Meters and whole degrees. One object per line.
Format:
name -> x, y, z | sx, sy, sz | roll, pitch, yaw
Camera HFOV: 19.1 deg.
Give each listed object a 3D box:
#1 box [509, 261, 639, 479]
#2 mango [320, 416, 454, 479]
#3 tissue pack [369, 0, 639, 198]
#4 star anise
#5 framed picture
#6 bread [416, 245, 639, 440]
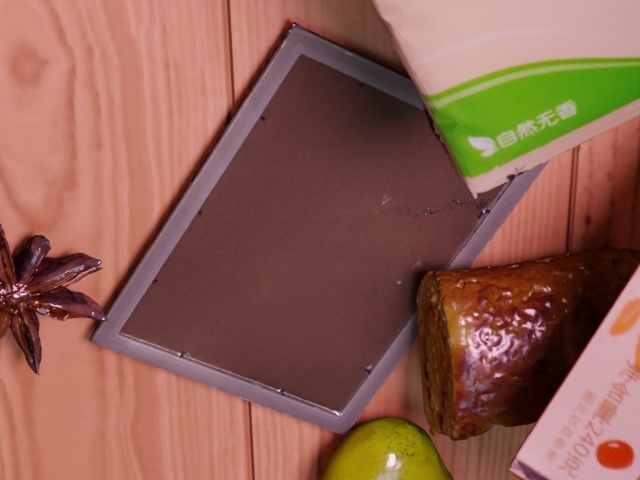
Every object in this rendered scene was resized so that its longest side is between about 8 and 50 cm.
box -> 0.371, 0.084, 1.236 | 0.344, 0.122, 0.385 | 34, 100, 14
mango -> 0.052, 0.211, 1.494 | 0.117, 0.089, 0.163 | -22, 122, 9
tissue pack -> 0.188, -0.259, 1.120 | 0.405, 0.205, 0.331 | -28, 122, 6
star anise -> -0.221, 0.038, 1.335 | 0.141, 0.042, 0.141 | -8, 127, -11
framed picture -> 0.000, 0.000, 1.374 | 0.231, 0.018, 0.293 | 23, 117, -26
bread -> 0.163, 0.075, 1.396 | 0.172, 0.103, 0.132 | -8, 100, -14
